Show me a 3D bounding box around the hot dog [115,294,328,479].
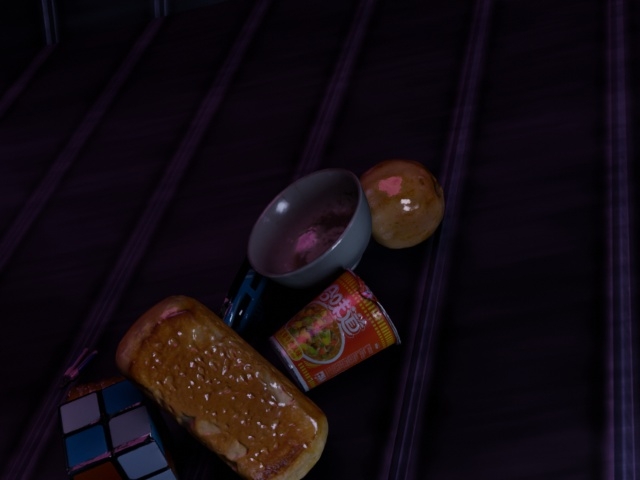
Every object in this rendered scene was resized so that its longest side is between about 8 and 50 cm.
[{"bbox_3d":[-0.176,0.273,1.764,0.185,0.405,0.223,-49,4,-4],"label":"hot dog"}]

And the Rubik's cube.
[{"bbox_3d":[-0.367,0.385,1.779,0.167,0.180,0.183,-23,41,-6],"label":"Rubik's cube"}]

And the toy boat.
[{"bbox_3d":[-0.143,0.114,2.084,0.092,0.134,0.298,22,48,1],"label":"toy boat"}]

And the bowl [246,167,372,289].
[{"bbox_3d":[0.000,0.000,2.037,0.289,0.146,0.289,-25,39,22],"label":"bowl"}]

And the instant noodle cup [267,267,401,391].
[{"bbox_3d":[0.018,0.186,1.893,0.212,0.193,0.193,-34,41,-9],"label":"instant noodle cup"}]

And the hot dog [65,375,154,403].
[{"bbox_3d":[-0.382,0.305,1.971,0.289,0.068,0.083,-13,45,2],"label":"hot dog"}]

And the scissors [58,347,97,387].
[{"bbox_3d":[-0.530,0.278,2.097,0.039,0.012,0.113,9,46,29],"label":"scissors"}]

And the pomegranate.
[{"bbox_3d":[0.172,-0.082,2.128,0.207,0.207,0.207,-10,39,8],"label":"pomegranate"}]
